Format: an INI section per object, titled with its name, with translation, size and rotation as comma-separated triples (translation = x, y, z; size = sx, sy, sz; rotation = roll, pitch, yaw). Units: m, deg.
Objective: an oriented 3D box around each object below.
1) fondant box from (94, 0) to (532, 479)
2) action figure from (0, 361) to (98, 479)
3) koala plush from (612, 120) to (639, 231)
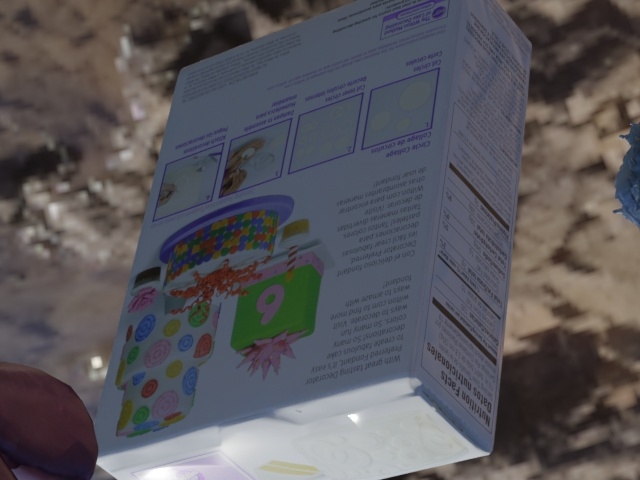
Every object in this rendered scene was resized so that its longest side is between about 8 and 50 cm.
[fondant box]
translation = 0.000, 0.000, 1.269
size = 0.238, 0.330, 0.096
rotation = -17, 134, 31
[action figure]
translation = -0.102, 0.134, 0.565
size = 0.370, 0.248, 0.276
rotation = 47, 137, -11
[koala plush]
translation = 0.187, -0.002, 0.507
size = 0.203, 0.221, 0.196
rotation = -44, 171, -29
